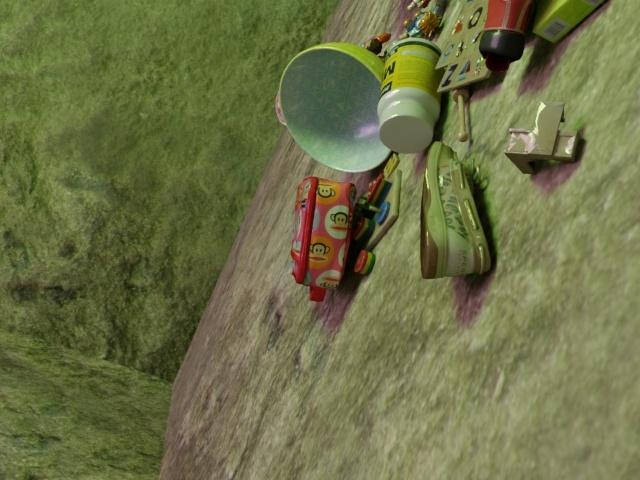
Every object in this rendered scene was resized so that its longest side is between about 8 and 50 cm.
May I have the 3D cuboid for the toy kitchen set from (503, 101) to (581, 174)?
[{"bbox_3d":[0.283,-0.123,0.923,0.083,0.075,0.068,10,79,36],"label":"toy kitchen set"}]

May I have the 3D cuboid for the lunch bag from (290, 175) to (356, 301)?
[{"bbox_3d":[0.000,0.000,1.595,0.293,0.120,0.258,-164,80,-86],"label":"lunch bag"}]

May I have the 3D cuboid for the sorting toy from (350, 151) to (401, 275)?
[{"bbox_3d":[0.108,-0.070,1.500,0.132,0.046,0.275,125,161,-46],"label":"sorting toy"}]

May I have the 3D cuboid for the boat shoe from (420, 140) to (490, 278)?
[{"bbox_3d":[0.191,-0.044,1.084,0.285,0.089,0.105,-80,-9,-49],"label":"boat shoe"}]

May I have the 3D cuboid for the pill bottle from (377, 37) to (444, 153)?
[{"bbox_3d":[0.169,-0.271,1.412,0.119,0.119,0.209,128,159,-50],"label":"pill bottle"}]

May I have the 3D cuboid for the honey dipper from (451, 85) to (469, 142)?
[{"bbox_3d":[0.236,-0.215,1.254,0.161,0.030,0.030,-83,19,-44],"label":"honey dipper"}]

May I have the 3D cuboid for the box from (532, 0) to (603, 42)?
[{"bbox_3d":[0.347,-0.371,1.024,0.109,0.042,0.178,-41,29,61],"label":"box"}]

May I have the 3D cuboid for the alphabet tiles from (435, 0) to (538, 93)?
[{"bbox_3d":[0.302,-0.412,1.265,0.343,0.011,0.285,-66,17,-6],"label":"alphabet tiles"}]

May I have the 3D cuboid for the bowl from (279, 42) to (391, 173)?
[{"bbox_3d":[0.071,-0.308,1.629,0.156,0.289,0.289,-46,-5,-42],"label":"bowl"}]

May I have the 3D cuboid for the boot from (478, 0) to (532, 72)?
[{"bbox_3d":[0.271,-0.346,1.118,0.244,0.088,0.176,-70,-10,-68],"label":"boot"}]

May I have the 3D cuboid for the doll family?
[{"bbox_3d":[0.202,-0.462,1.661,0.263,0.118,0.163,-47,12,11],"label":"doll family"}]

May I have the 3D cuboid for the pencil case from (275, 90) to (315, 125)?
[{"bbox_3d":[0.015,-0.334,1.851,0.284,0.124,0.124,-13,-43,-53],"label":"pencil case"}]
